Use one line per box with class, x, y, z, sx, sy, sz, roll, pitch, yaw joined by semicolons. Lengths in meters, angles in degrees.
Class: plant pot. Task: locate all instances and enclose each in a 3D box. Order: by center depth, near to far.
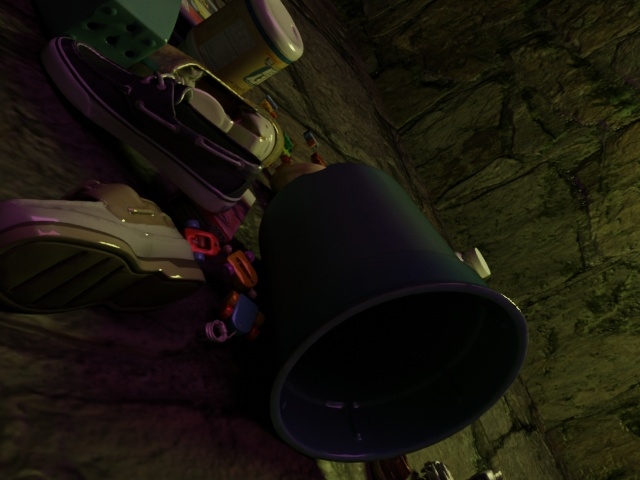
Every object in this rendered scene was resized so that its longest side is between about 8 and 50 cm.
plant pot;-0.288;-0.358;0.907;0.165;0.166;0.234;33;39;-56
plant pot;0.061;0.079;0.963;0.341;0.341;0.334;45;14;-40

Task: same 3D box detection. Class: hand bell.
hand bell;-0.025;-0.008;1.220;0.126;0.126;0.241;37;41;-52

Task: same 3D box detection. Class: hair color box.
hair color box;-0.155;-0.057;0.973;0.093;0.053;0.167;55;20;-17

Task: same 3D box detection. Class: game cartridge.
game cartridge;-0.259;-0.445;1.301;0.294;0.060;0.196;42;22;-46

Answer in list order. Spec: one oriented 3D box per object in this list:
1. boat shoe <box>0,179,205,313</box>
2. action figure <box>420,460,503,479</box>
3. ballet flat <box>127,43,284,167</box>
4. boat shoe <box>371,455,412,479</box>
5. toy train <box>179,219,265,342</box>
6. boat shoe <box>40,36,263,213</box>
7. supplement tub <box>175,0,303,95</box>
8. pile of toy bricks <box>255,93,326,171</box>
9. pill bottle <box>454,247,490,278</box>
boat shoe;-0.217;0.002;0.634;0.103;0.113;0.302;64;7;15
action figure;0.260;0.488;1.212;0.285;0.099;0.185;24;47;-57
ballet flat;-0.154;-0.187;1.055;0.349;0.123;0.123;32;33;-50
boat shoe;0.119;0.330;1.112;0.064;0.060;0.178;51;20;-28
toy train;-0.136;0.059;0.868;0.125;0.046;0.166;7;60;-46
boat shoe;-0.204;-0.164;0.841;0.301;0.102;0.108;41;22;-8
supplement tub;-0.147;-0.342;1.190;0.144;0.200;0.144;51;22;-30
pile of toy bricks;-0.074;-0.175;1.264;0.212;0.118;0.105;52;12;-23
pill bottle;0.374;0.106;1.923;0.117;0.209;0.117;52;19;-26
